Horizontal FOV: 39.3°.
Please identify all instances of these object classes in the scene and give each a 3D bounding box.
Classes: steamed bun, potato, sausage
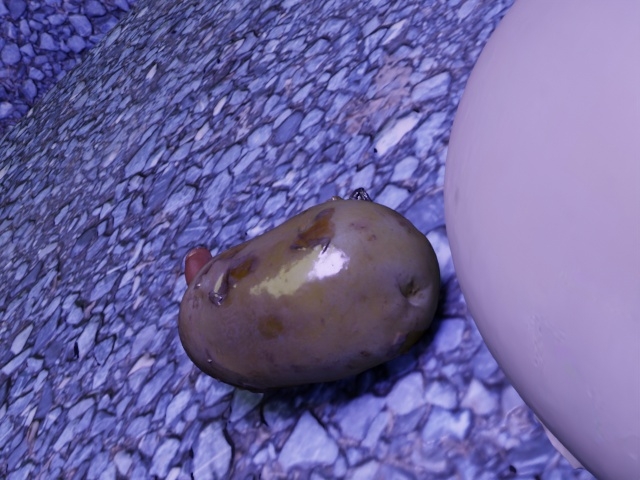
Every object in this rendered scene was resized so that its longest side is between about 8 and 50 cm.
[{"bbox_3d":[0.229,-0.016,0.429,0.334,0.334,0.374,-43,32,9],"label":"steamed bun"},{"bbox_3d":[-0.018,0.059,0.810,0.262,0.165,0.165,-25,37,25],"label":"potato"},{"bbox_3d":[-0.138,0.058,1.072,0.042,0.036,0.158,-53,30,14],"label":"sausage"}]

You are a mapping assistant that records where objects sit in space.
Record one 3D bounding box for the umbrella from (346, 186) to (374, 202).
[{"bbox_3d":[0.000,0.000,0.960,0.144,0.037,0.040,-42,6,9],"label":"umbrella"}]
